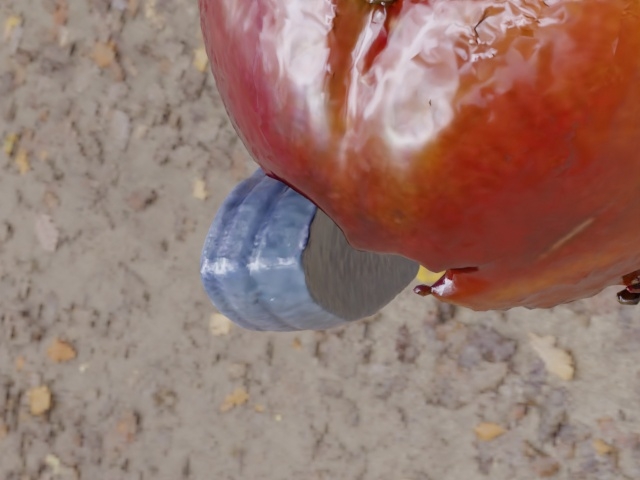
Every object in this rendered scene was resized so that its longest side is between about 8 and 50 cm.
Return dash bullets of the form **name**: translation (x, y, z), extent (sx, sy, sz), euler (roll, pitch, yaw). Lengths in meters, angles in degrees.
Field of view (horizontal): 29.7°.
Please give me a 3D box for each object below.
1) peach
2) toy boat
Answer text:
- **peach**: translation (0.134, -0.140, 0.713), extent (0.353, 0.416, 0.339), euler (-49, 63, 8)
- **toy boat**: translation (0.000, 0.000, 0.860), extent (0.078, 0.283, 0.127), euler (2, 98, 21)
